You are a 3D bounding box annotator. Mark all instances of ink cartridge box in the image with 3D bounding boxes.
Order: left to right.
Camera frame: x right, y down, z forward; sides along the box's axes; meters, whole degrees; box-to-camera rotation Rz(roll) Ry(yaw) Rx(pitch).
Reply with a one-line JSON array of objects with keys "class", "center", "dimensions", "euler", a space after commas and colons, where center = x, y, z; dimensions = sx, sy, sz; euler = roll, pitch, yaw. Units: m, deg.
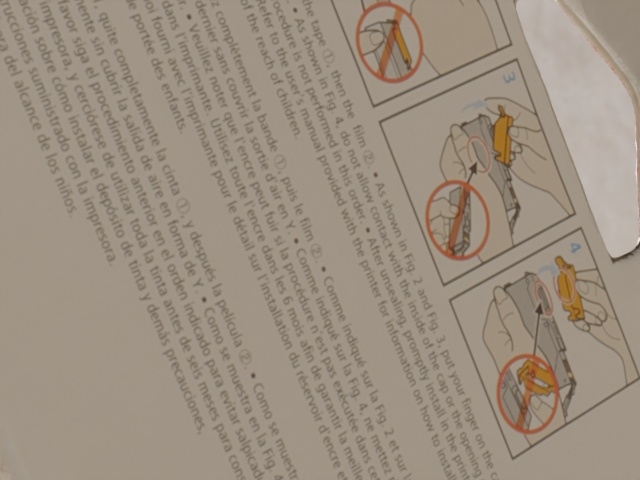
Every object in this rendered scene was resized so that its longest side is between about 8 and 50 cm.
[{"class": "ink cartridge box", "center": [0.000, 0.000, 0.490], "dimensions": [0.066, 0.261, 0.296], "euler": [-12, 102, 54]}]
